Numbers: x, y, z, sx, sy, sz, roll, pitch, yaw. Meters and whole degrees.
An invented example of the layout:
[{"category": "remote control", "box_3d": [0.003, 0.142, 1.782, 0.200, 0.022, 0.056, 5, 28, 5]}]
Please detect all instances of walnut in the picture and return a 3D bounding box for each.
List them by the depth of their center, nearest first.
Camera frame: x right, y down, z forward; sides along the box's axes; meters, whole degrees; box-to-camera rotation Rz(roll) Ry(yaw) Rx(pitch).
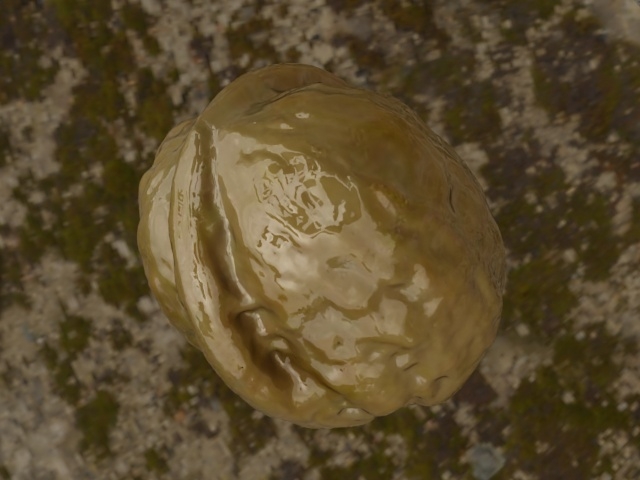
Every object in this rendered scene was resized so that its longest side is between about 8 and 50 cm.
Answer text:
[{"category": "walnut", "box_3d": [0.000, 0.000, 0.879, 0.224, 0.257, 0.257, -6, 101, 40]}]

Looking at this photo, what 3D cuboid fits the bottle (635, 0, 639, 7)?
[{"category": "bottle", "box_3d": [0.161, -0.156, 0.655, 0.060, 0.217, 0.060, -5, 125, -7]}]
